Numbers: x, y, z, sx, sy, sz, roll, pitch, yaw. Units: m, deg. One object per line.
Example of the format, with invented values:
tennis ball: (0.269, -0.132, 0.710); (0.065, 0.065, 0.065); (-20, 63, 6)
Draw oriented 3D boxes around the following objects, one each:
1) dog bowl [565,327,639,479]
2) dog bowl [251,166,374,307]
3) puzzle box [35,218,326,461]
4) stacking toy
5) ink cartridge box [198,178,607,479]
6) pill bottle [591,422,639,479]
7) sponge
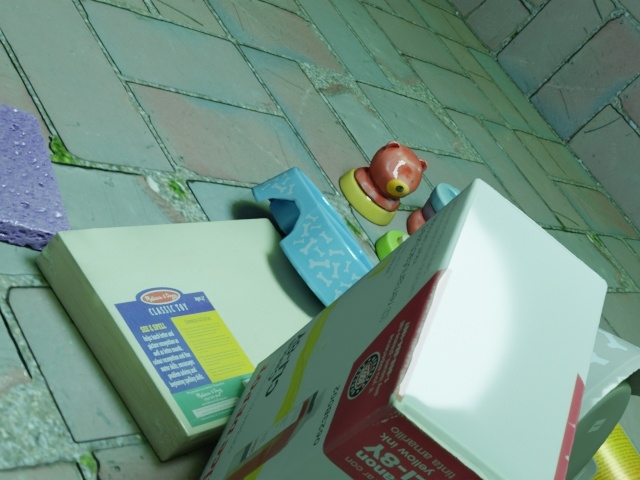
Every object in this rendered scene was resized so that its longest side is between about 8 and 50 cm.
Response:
dog bowl: (0.275, 0.250, 1.264); (0.102, 0.349, 0.348); (42, 22, 27)
dog bowl: (0.000, 0.000, 1.426); (0.166, 0.074, 0.297); (47, 7, -37)
puzzle box: (-0.118, 0.095, 1.224); (0.272, 0.052, 0.409); (54, 27, 18)
stacking toy: (0.208, -0.027, 1.805); (0.309, 0.130, 0.280); (23, 32, -37)
ink cartridge box: (0.047, 0.168, 0.912); (0.160, 0.384, 0.279); (37, 43, -9)
pill bottle: (0.428, 0.370, 1.525); (0.136, 0.136, 0.246); (15, 39, -47)
sponge: (-0.358, -0.081, 1.155); (0.117, 0.031, 0.210); (16, 37, -45)
